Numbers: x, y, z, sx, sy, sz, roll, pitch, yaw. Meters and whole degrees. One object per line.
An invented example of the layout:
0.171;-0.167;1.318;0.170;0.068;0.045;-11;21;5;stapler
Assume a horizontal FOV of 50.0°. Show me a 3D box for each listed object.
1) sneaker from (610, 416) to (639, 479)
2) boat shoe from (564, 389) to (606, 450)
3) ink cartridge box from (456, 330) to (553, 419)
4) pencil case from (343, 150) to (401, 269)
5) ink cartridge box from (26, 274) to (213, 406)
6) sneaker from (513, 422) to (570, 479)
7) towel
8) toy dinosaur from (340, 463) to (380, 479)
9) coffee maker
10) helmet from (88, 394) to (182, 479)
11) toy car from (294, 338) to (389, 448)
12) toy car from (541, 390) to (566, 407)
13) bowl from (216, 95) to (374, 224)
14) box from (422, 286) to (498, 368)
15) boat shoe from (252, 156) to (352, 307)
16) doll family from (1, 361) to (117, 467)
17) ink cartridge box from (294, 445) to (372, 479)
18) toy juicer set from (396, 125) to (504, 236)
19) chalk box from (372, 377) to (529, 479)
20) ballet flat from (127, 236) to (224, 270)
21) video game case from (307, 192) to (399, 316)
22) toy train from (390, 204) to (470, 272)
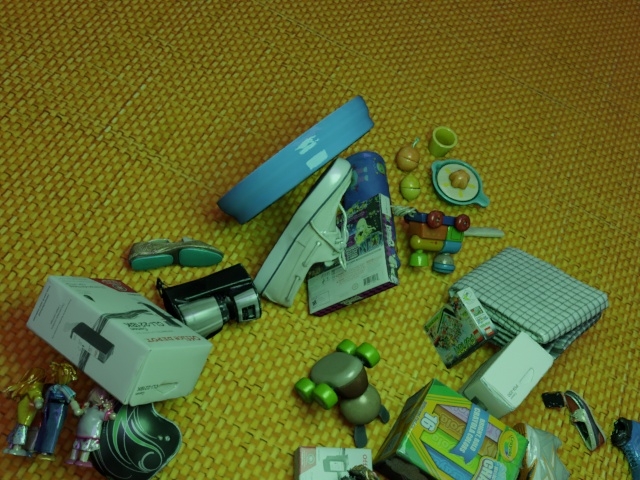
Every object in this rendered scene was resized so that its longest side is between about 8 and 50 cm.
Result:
0.682;0.465;1.516;0.084;0.058;0.152;23;55;-8;sneaker
0.584;0.401;1.536;0.043;0.049;0.137;-24;75;-22;boat shoe
0.367;0.303;1.433;0.092;0.218;0.158;44;61;11;ink cartridge box
0.109;-0.057;1.619;0.119;0.133;0.306;24;52;-44;pencil case
-0.368;0.179;1.274;0.272;0.197;0.114;30;97;24;ink cartridge box
0.467;0.514;1.420;0.121;0.099;0.263;12;61;-12;sneaker
0.462;0.147;1.540;0.235;0.121;0.283;-26;38;-30;towel
0.086;0.582;1.233;0.218;0.164;0.322;-14;73;-48;toy dinosaur
-0.232;0.117;1.440;0.178;0.120;0.171;-19;68;-23;coffee maker
-0.349;0.354;1.262;0.161;0.169;0.169;49;61;-4;helmet
0.069;0.328;1.423;0.155;0.149;0.188;-39;106;-24;toy car
0.517;0.322;1.555;0.040;0.060;0.122;-10;67;-35;toy car
-0.049;-0.168;1.496;0.391;0.391;0.077;-39;96;-28;bowl
0.297;0.192;1.481;0.036;0.207;0.114;-21;69;-23;box
-0.002;0.005;1.444;0.156;0.367;0.136;32;23;-4;boat shoe
-0.478;0.298;1.205;0.118;0.262;0.163;32;60;-45;doll family
0.026;0.466;1.350;0.150;0.063;0.109;5;61;-11;ink cartridge box
0.313;-0.133;1.727;0.209;0.089;0.329;-18;69;-22;toy juicer set
0.281;0.443;1.362;0.289;0.180;0.179;33;60;3;chalk box
-0.316;0.021;1.503;0.206;0.073;0.067;-1;49;-19;ballet flat
0.063;0.035;1.505;0.041;0.232;0.210;22;53;-41;video game case
0.228;-0.003;1.586;0.248;0.105;0.144;5;94;-33;toy train
